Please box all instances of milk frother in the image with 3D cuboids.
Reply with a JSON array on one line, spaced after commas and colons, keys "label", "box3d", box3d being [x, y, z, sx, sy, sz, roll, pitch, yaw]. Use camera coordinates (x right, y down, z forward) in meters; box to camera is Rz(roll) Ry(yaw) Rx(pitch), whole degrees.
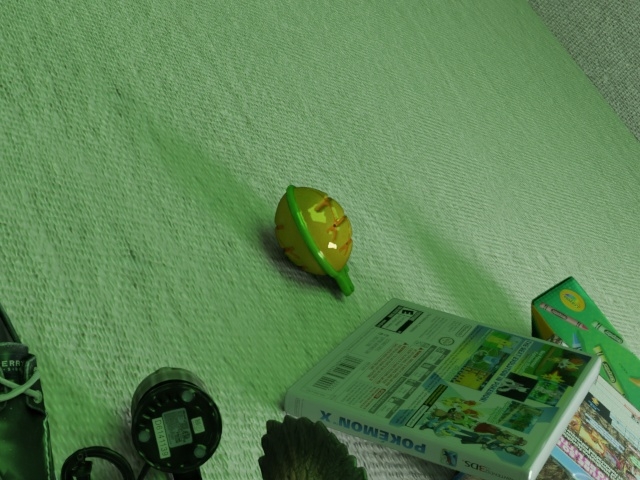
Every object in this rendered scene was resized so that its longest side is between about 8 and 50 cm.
[{"label": "milk frother", "box3d": [-0.172, 0.191, 1.160, 0.143, 0.129, 0.135, 5, -1, -9]}]

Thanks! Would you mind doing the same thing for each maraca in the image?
[{"label": "maraca", "box3d": [0.000, 0.000, 1.654, 0.186, 0.099, 0.127, 54, 17, -40]}]

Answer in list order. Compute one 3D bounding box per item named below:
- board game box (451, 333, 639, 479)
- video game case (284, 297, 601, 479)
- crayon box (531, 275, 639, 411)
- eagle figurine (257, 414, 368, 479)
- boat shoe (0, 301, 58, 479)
[{"label": "board game box", "box3d": [0.326, 0.297, 1.592, 0.232, 0.141, 0.291, 43, 27, 1]}, {"label": "video game case", "box3d": [0.160, 0.176, 1.484, 0.299, 0.036, 0.329, 15, 23, 22]}, {"label": "crayon box", "box3d": [0.433, 0.207, 1.841, 0.278, 0.081, 0.165, 56, -5, 26]}, {"label": "eagle figurine", "box3d": [-0.018, 0.337, 1.049, 0.298, 0.225, 0.226, 53, 36, -4]}, {"label": "boat shoe", "box3d": [-0.294, 0.132, 1.067, 0.108, 0.102, 0.301, 7, 43, -48]}]
